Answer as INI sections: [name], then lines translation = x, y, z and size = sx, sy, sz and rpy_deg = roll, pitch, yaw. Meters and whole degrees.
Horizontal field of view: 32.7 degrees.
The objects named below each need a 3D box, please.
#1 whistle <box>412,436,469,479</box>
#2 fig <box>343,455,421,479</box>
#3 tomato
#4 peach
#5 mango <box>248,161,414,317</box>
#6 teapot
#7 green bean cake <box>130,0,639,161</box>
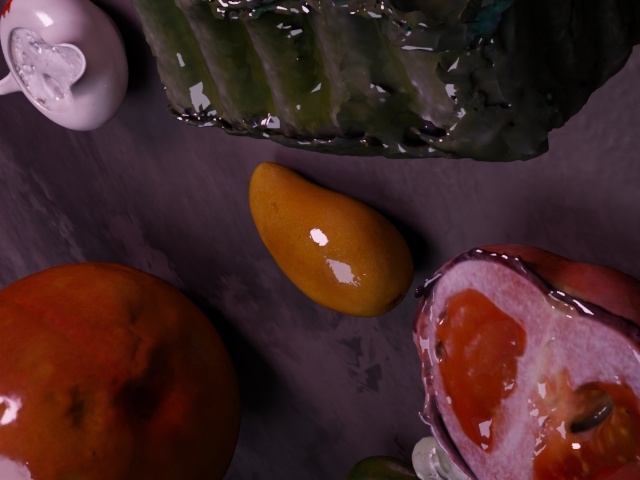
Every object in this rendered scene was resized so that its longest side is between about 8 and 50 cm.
[whistle]
translation = 0.162, 0.182, 0.926
size = 0.258, 0.067, 0.126
rpy_deg = -27, 87, 60
[fig]
translation = 0.103, 0.280, 1.068
size = 0.178, 0.117, 0.117
rpy_deg = 9, 132, 17
[tomato]
translation = 0.176, 0.100, 0.770
size = 0.228, 0.112, 0.199
rpy_deg = 38, 130, 35
[peach]
translation = -0.248, 0.181, 1.161
size = 0.342, 0.343, 0.302
rpy_deg = 52, 146, -2
[mango]
translation = 0.000, 0.000, 0.923
size = 0.184, 0.085, 0.102
rpy_deg = 33, 143, 34
[teapot]
translation = -0.246, -0.173, 1.037
size = 0.226, 0.092, 0.145
rpy_deg = -9, 112, 54
[green bean cake]
translation = 0.052, -0.143, 0.574
size = 0.241, 0.255, 0.132
rpy_deg = 14, 135, 36
